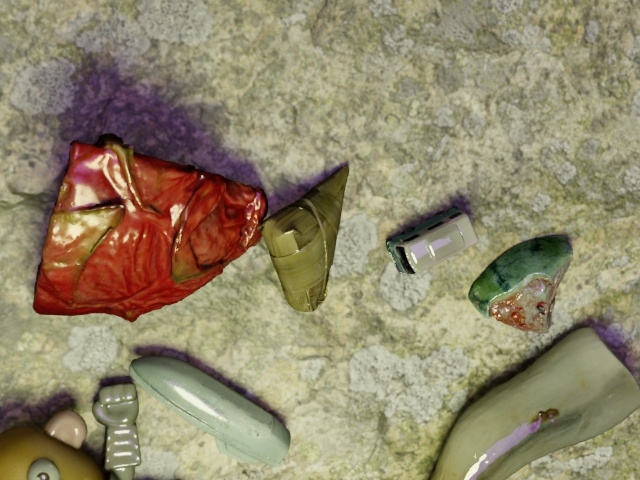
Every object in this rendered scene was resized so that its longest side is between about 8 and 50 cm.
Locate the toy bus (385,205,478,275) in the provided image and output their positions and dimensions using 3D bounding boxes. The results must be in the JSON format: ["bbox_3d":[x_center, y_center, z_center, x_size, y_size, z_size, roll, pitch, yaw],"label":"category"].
[{"bbox_3d":[0.165,0.003,1.212,0.123,0.075,0.060,-27,102,-7],"label":"toy bus"}]

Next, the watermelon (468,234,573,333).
[{"bbox_3d":[0.329,0.079,1.262,0.187,0.071,0.139,-31,107,-6],"label":"watermelon"}]

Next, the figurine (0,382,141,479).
[{"bbox_3d":[-0.338,0.363,1.110,0.285,0.342,0.167,44,131,-15],"label":"figurine"}]

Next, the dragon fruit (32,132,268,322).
[{"bbox_3d":[-0.216,-0.051,1.093,0.330,0.302,0.240,-7,67,-26],"label":"dragon fruit"}]

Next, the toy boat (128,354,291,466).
[{"bbox_3d":[-0.162,0.243,1.181,0.260,0.078,0.085,35,112,-16],"label":"toy boat"}]

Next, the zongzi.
[{"bbox_3d":[0.000,0.000,1.194,0.176,0.078,0.160,-42,134,-36],"label":"zongzi"}]

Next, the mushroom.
[{"bbox_3d":[0.302,0.298,1.258,0.397,0.126,0.177,-29,111,-10],"label":"mushroom"}]
